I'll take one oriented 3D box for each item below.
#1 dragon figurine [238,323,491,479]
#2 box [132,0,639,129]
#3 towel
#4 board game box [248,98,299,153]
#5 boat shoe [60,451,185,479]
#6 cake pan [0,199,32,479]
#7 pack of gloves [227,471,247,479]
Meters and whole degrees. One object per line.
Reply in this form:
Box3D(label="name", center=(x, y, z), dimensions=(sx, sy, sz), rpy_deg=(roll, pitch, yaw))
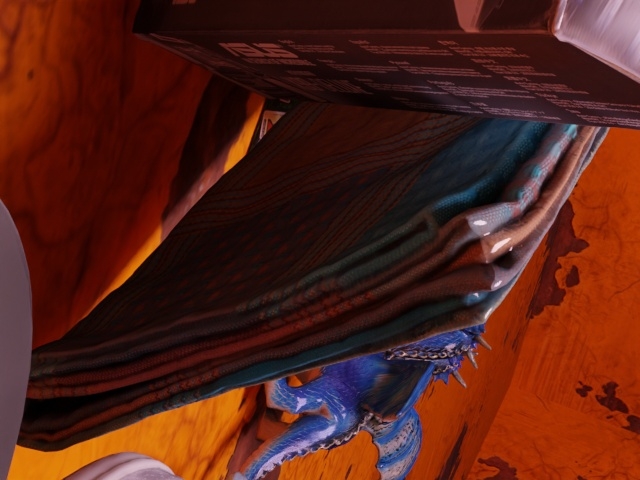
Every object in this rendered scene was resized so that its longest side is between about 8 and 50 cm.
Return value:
Box3D(label="dragon figurine", center=(0.033, 0.119, 1.049), dimensions=(0.289, 0.144, 0.085), rpy_deg=(-60, 164, -53))
Box3D(label="box", center=(0.059, -0.167, 0.506), dimensions=(0.307, 0.077, 0.242), rpy_deg=(17, -96, 62))
Box3D(label="towel", center=(0.036, -0.054, 0.653), dimensions=(0.271, 0.040, 0.370), rpy_deg=(-21, -160, 41))
Box3D(label="board game box", center=(0.022, -0.146, 0.888), dimensions=(0.136, 0.030, 0.259), rpy_deg=(4, 106, -79))
Box3D(label="boat shoe", center=(-0.097, 0.198, 0.473), dimensions=(0.320, 0.103, 0.118), rpy_deg=(-59, 157, -53))
Box3D(label="cake pan", center=(-0.169, 0.088, 0.404), dimensions=(0.293, 0.054, 0.293), rpy_deg=(20, 90, -77))
Box3D(label="pack of gloves", center=(-0.128, 0.242, 0.875), dimensions=(0.232, 0.046, 0.195), rpy_deg=(-45, 164, -55))
